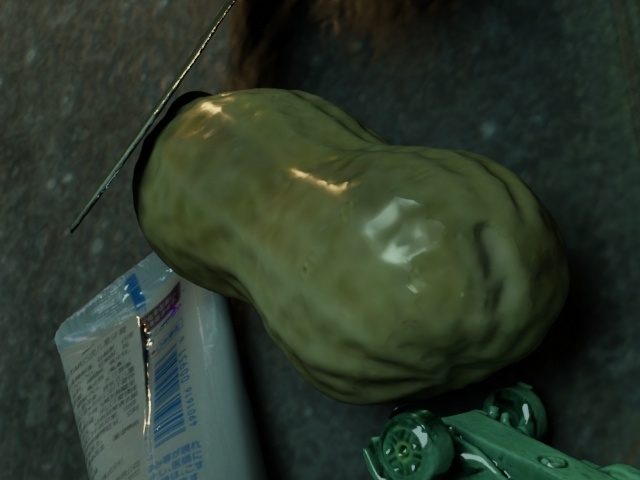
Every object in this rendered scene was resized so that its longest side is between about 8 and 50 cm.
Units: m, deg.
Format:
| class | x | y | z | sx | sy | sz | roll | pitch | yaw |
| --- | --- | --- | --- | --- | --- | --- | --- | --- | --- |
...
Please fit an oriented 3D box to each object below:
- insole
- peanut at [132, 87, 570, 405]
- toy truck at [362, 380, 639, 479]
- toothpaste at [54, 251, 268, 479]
| class | x | y | z | sx | sy | sz | roll | pitch | yaw |
| --- | --- | --- | --- | --- | --- | --- | --- | --- | --- |
| insole | -0.068 | -0.088 | 0.808 | 0.080 | 0.003 | 0.232 | -44 | 14 | 47 |
| peanut | 0.000 | 0.000 | 0.717 | 0.257 | 0.123 | 0.123 | 22 | 84 | 48 |
| toy truck | 0.093 | 0.113 | 0.621 | 0.154 | 0.080 | 0.078 | 21 | 110 | 43 |
| toothpaste | -0.064 | 0.119 | 0.747 | 0.114 | 0.073 | 0.299 | -38 | 42 | 18 |
